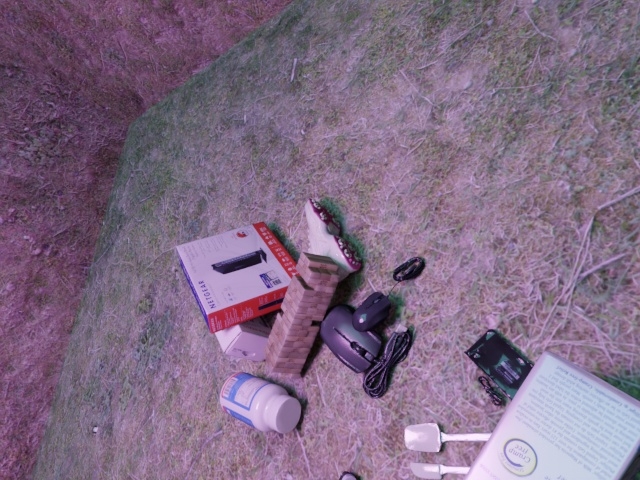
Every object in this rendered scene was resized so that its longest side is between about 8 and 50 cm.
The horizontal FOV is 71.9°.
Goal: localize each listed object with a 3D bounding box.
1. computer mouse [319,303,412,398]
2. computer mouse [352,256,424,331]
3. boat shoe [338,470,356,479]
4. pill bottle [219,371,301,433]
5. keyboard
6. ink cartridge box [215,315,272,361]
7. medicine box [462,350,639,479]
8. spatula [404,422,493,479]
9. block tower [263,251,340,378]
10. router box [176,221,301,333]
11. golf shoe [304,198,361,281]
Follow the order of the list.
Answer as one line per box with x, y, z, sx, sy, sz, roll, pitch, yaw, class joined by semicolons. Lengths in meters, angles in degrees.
0.084;0.245;1.117;0.272;0.072;0.188;31;92;46;computer mouse
0.165;0.127;1.084;0.242;0.041;0.071;-48;46;-11;computer mouse
0.049;0.595;0.994;0.040;0.049;0.142;160;129;-74;boat shoe
-0.162;0.443;1.199;0.221;0.124;0.124;4;72;43;pill bottle
0.369;0.273;0.884;0.108;0.023;0.180;-46;45;5;keyboard
-0.246;0.253;1.346;0.092;0.158;0.218;-50;45;11;ink cartridge box
0.362;0.348;0.670;0.149;0.263;0.289;31;90;44;medicine box
0.281;0.451;0.873;0.242;0.019;0.168;-19;57;35;spatula
-0.055;0.204;1.176;0.091;0.097;0.335;44;118;58;block tower
-0.244;0.096;1.348;0.335;0.301;0.082;48;147;44;router box
0.000;0.000;1.293;0.140;0.115;0.306;-45;45;20;golf shoe
